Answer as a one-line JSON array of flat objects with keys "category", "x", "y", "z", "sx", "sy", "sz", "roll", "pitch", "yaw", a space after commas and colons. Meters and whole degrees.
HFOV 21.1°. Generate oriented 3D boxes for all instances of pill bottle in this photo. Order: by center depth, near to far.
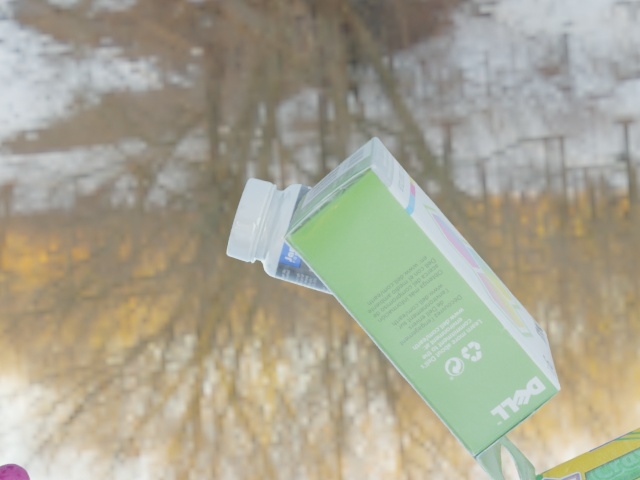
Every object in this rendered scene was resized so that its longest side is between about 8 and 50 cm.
[{"category": "pill bottle", "x": 0.000, "y": 0.000, "z": 1.358, "sx": 0.137, "sy": 0.078, "sz": 0.078, "roll": 16, "pitch": -179, "yaw": 0}]

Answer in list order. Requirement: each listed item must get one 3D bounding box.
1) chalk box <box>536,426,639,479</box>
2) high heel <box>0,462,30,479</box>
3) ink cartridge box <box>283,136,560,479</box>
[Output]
[{"category": "chalk box", "x": 0.193, "y": 0.217, "z": 1.083, "sx": 0.213, "sy": 0.132, "sz": 0.132, "roll": -24, "pitch": -133, "yaw": -7}, {"category": "high heel", "x": -0.339, "y": 0.310, "z": 1.534, "sx": 0.082, "sy": 0.244, "sz": 0.117, "roll": 37, "pitch": 178, "yaw": -1}, {"category": "ink cartridge box", "x": 0.073, "y": 0.047, "z": 0.922, "sx": 0.062, "sy": 0.209, "sz": 0.109, "roll": -39, "pitch": -174, "yaw": 10}]
